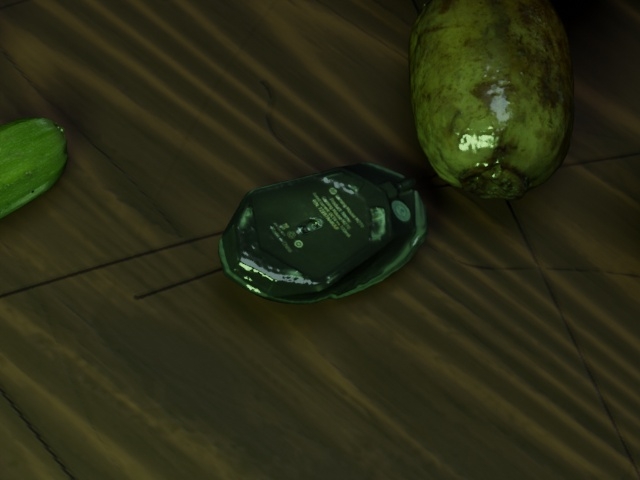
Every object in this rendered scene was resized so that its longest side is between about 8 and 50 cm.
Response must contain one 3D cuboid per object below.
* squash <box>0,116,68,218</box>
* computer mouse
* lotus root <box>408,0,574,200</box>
[{"bbox_3d":[-0.299,-0.030,1.458,0.239,0.069,0.069,-31,68,-27],"label":"squash"},{"bbox_3d":[0.000,0.000,1.500,0.192,0.062,0.106,-23,63,-30],"label":"computer mouse"},{"bbox_3d":[0.148,-0.147,1.586,0.145,0.128,0.260,16,52,-15],"label":"lotus root"}]
